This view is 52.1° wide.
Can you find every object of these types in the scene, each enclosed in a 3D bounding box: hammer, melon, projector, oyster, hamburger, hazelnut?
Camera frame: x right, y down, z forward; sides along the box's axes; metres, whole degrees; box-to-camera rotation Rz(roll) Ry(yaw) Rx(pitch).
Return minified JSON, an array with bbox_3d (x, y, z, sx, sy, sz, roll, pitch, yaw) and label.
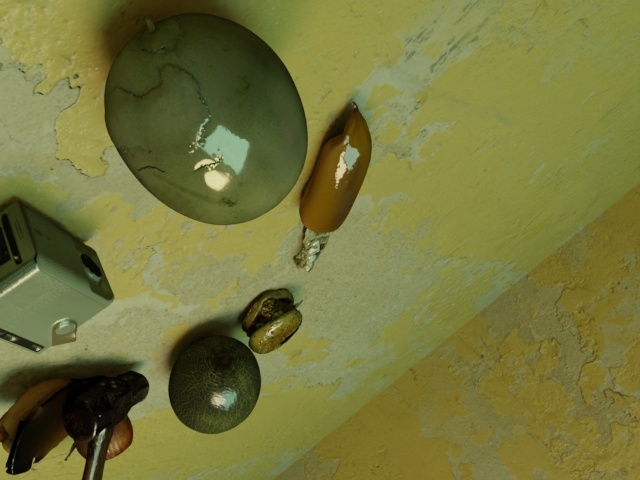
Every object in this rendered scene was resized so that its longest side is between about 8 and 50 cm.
[{"bbox_3d":[-0.546,0.524,1.577,0.242,0.096,0.408,-32,140,-73],"label":"hammer"},{"bbox_3d":[-0.158,-0.175,0.940,0.269,0.268,0.330,-35,136,2],"label":"melon"},{"bbox_3d":[-0.483,0.071,1.102,0.177,0.163,0.242,-33,148,2],"label":"projector"},{"bbox_3d":[-0.002,-0.003,1.584,0.106,0.061,0.199,-21,150,-23],"label":"oyster"},{"bbox_3d":[-0.278,0.383,1.717,0.238,0.237,0.301,-16,149,-29],"label":"melon"},{"bbox_3d":[-0.120,0.218,1.756,0.186,0.113,0.177,-29,151,-6],"label":"hamburger"},{"bbox_3d":[-0.579,0.506,1.738,0.150,0.150,0.150,-25,151,-15],"label":"hazelnut"}]

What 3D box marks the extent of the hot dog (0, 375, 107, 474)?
[{"bbox_3d":[-0.625,0.402,1.485,0.326,0.107,0.193,26,78,-78],"label":"hot dog"}]

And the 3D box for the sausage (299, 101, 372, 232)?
[{"bbox_3d":[0.040,-0.145,1.365,0.112,0.112,0.328,-14,144,-32],"label":"sausage"}]
